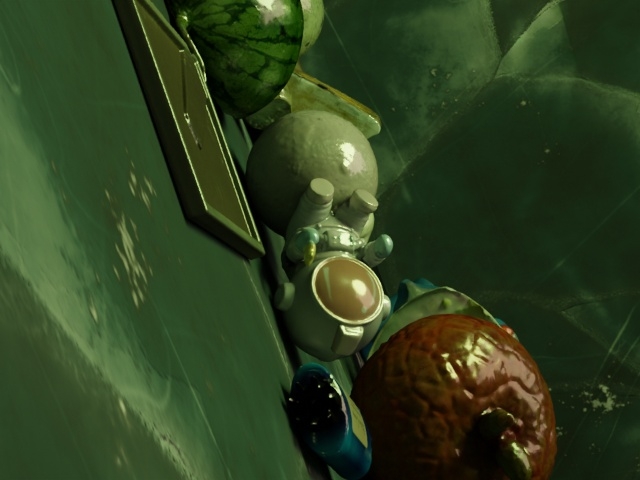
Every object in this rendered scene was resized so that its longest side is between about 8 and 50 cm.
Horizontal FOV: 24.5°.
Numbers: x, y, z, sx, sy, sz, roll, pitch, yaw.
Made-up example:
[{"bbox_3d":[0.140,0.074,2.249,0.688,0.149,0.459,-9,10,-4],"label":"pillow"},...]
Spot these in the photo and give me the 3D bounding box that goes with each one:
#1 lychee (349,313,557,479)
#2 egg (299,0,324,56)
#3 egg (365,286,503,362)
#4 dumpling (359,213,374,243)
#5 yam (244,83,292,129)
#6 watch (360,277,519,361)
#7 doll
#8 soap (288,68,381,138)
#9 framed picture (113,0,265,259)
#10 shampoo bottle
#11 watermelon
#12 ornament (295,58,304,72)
[{"bbox_3d":[0.153,0.205,1.667,0.300,0.255,0.255,-11,-78,55],"label":"lychee"},{"bbox_3d":[-0.065,-0.307,1.998,0.181,0.141,0.141,-32,102,-82],"label":"egg"},{"bbox_3d":[0.179,0.206,2.007,0.161,0.206,0.271,6,75,-57],"label":"egg"},{"bbox_3d":[0.004,-0.021,1.839,0.188,0.108,0.127,59,26,-11],"label":"dumpling"},{"bbox_3d":[-0.107,-0.294,1.831,0.083,0.083,0.372,64,6,-54],"label":"yam"},{"bbox_3d":[0.148,0.169,2.222,0.305,0.241,0.274,65,-11,-23],"label":"watch"},{"bbox_3d":[0.000,0.000,1.522,0.151,0.151,0.287,64,14,-53],"label":"doll"},{"bbox_3d":[-0.005,-0.163,1.950,0.173,0.089,0.274,28,6,-2],"label":"soap"},{"bbox_3d":[-0.110,-0.099,1.275,0.289,0.020,0.211,42,28,-80],"label":"framed picture"},{"bbox_3d":[0.009,0.164,1.348,0.183,0.050,0.087,59,15,-69],"label":"shampoo bottle"},{"bbox_3d":[-0.084,-0.238,1.556,0.232,0.127,0.204,19,55,-78],"label":"watermelon"},{"bbox_3d":[-0.083,-0.341,2.470,0.245,0.061,0.230,61,8,-59],"label":"ornament"}]
